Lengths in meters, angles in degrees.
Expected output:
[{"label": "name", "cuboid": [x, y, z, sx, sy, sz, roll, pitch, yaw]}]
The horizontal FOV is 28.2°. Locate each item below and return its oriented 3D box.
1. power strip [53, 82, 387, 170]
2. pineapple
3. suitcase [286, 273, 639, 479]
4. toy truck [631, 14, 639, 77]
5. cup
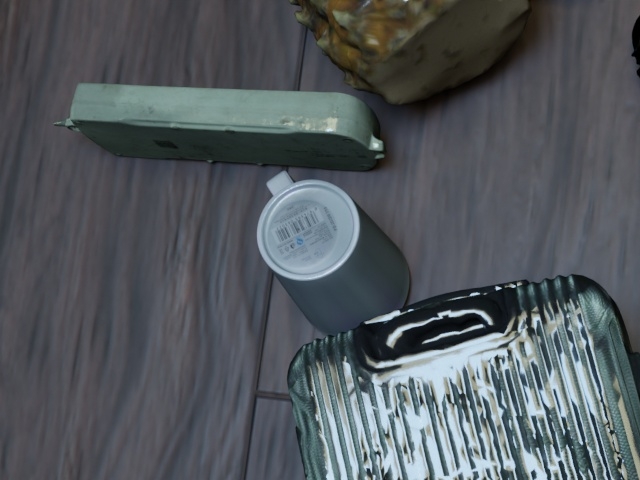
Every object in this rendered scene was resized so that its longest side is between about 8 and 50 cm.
[{"label": "power strip", "cuboid": [-0.067, -0.074, 0.822, 0.226, 0.080, 0.029, 4, 76, 15]}, {"label": "pineapple", "cuboid": [0.011, -0.241, 0.803, 0.141, 0.170, 0.310, -22, 67, -20]}, {"label": "suitcase", "cuboid": [0.102, 0.183, 0.698, 0.202, 0.128, 0.312, -16, 75, 10]}, {"label": "toy truck", "cuboid": [0.310, -0.157, 0.728, 0.257, 0.127, 0.127, -41, 87, 2]}, {"label": "cup", "cuboid": [0.000, 0.000, 0.775, 0.074, 0.116, 0.104, -32, 65, 4]}]
